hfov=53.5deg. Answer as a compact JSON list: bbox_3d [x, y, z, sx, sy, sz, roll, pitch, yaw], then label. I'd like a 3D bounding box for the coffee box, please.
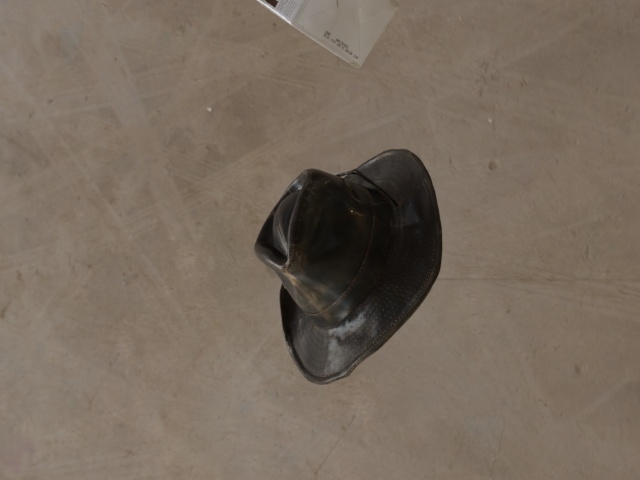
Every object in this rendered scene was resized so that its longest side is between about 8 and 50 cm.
[{"bbox_3d":[-0.043,-0.411,1.000,0.297,0.168,0.119,45,109,35],"label":"coffee box"}]

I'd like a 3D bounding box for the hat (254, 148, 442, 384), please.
[{"bbox_3d":[0.000,0.000,0.792,0.331,0.134,0.331,-39,35,34],"label":"hat"}]
